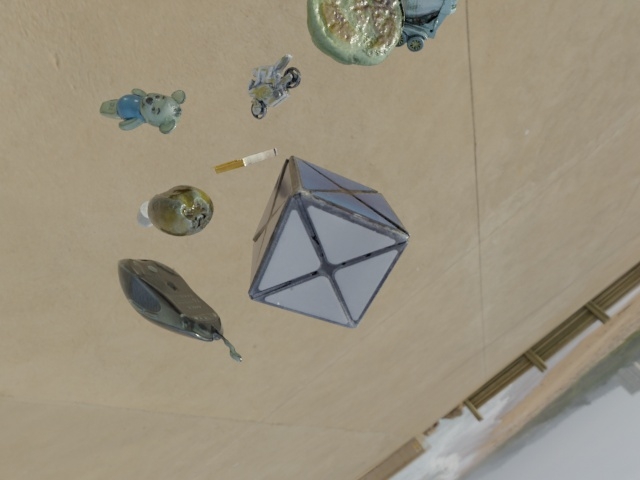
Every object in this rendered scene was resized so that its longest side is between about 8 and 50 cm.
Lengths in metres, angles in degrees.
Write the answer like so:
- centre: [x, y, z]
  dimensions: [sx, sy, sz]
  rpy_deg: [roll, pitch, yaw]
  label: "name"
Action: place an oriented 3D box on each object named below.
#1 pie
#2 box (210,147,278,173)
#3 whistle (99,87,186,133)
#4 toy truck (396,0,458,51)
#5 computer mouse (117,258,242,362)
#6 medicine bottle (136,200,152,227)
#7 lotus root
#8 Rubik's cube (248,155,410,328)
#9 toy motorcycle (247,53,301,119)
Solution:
- centre: [0.071, -0.473, 0.840]
  dimensions: [0.241, 0.054, 0.240]
  rpy_deg: [1, 89, -26]
  label: "pie"
- centre: [-0.267, -0.281, 1.464]
  dimensions: [0.129, 0.033, 0.247]
  rpy_deg: [-9, -164, 30]
  label: "box"
- centre: [-0.420, -0.306, 0.954]
  dimensions: [0.077, 0.236, 0.113]
  rpy_deg: [43, 59, -67]
  label: "whistle"
- centre: [0.179, -0.549, 0.958]
  dimensions: [0.257, 0.108, 0.140]
  rpy_deg: [14, 155, -2]
  label: "toy truck"
- centre: [-0.323, 0.164, 0.921]
  dimensions: [0.090, 0.379, 0.167]
  rpy_deg: [-56, 161, 6]
  label: "computer mouse"
- centre: [-0.524, -0.079, 1.246]
  dimensions: [0.057, 0.057, 0.089]
  rpy_deg: [-11, 168, -34]
  label: "medicine bottle"
- centre: [-0.296, -0.064, 0.845]
  dimensions: [0.113, 0.192, 0.088]
  rpy_deg: [-43, 127, -29]
  label: "lotus root"
- centre: [0.000, 0.000, 0.897]
  dimensions: [0.260, 0.259, 0.254]
  rpy_deg: [22, 112, -14]
  label: "Rubik's cube"
- centre: [-0.162, -0.498, 1.309]
  dimensions: [0.229, 0.151, 0.074]
  rpy_deg: [-32, 173, 36]
  label: "toy motorcycle"
